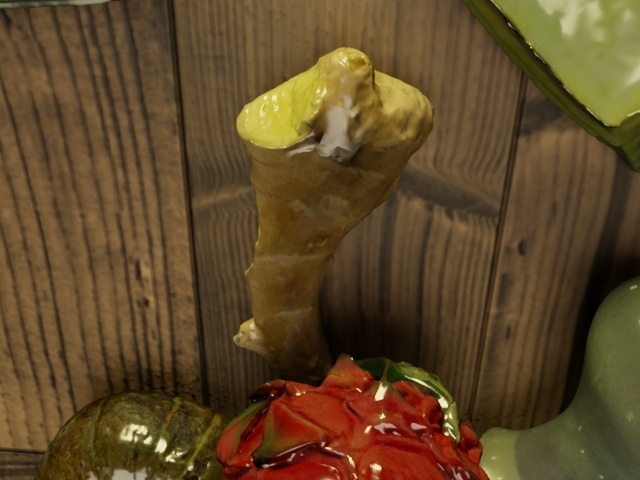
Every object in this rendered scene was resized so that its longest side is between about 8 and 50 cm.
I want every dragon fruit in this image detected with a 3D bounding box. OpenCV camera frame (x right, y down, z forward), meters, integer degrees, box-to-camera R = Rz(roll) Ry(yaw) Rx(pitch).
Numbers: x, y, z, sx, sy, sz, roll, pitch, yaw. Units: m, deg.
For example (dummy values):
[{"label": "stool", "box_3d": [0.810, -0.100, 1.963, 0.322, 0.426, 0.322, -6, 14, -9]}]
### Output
[{"label": "dragon fruit", "box_3d": [0.012, 0.228, 0.417, 0.233, 0.234, 0.293, 28, 89, -8]}]

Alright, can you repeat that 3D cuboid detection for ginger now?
[{"label": "ginger", "box_3d": [0.000, 0.000, 0.439, 0.131, 0.086, 0.295, -9, 128, -22]}]

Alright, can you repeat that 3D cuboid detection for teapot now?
[{"label": "teapot", "box_3d": [0.227, 0.149, 0.442, 0.183, 0.183, 0.251, 35, 125, -11]}]

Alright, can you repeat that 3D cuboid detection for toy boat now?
[{"label": "toy boat", "box_3d": [0.154, -0.150, 0.345, 0.111, 0.084, 0.276, -40, 105, 19]}]

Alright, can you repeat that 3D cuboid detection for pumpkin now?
[{"label": "pumpkin", "box_3d": [-0.146, 0.249, 0.512, 0.218, 0.162, 0.219, 0, 98, -2]}]

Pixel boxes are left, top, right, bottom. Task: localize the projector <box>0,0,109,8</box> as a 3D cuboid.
[{"label": "projector", "box_3d": [-0.242, -0.233, 0.334, 0.256, 0.099, 0.192, 0, 114, 5]}]
